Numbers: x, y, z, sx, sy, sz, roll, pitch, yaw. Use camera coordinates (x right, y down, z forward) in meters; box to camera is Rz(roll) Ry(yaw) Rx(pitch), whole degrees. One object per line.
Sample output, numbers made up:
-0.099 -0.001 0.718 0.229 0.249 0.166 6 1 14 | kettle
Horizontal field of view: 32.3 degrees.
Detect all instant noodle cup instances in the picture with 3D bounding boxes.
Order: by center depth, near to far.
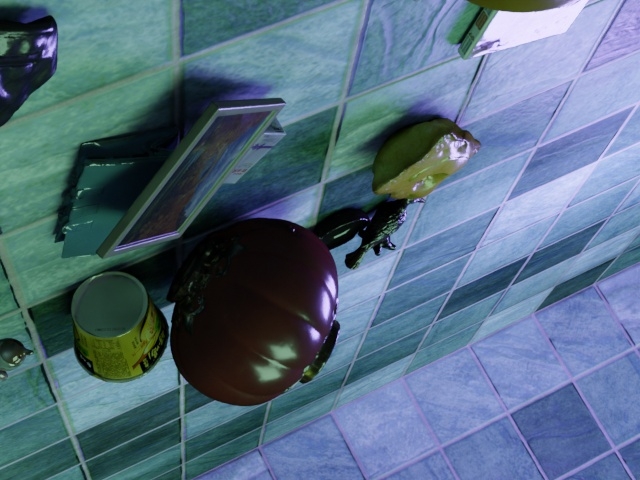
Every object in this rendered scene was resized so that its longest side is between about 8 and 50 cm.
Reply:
-0.311 0.123 1.671 0.151 0.151 0.122 -25 149 -13 | instant noodle cup

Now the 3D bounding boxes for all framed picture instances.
-0.157 -0.079 1.369 0.250 0.016 0.184 -48 168 22 | framed picture

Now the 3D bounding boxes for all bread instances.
0.165 -0.133 1.766 0.160 0.088 0.233 -30 165 18 | bread

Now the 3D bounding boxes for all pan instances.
-0.002 -0.002 1.923 0.212 0.040 0.115 -23 162 -40 | pan

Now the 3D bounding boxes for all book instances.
0.317 -0.352 1.500 0.202 0.027 0.264 -18 159 -28 | book

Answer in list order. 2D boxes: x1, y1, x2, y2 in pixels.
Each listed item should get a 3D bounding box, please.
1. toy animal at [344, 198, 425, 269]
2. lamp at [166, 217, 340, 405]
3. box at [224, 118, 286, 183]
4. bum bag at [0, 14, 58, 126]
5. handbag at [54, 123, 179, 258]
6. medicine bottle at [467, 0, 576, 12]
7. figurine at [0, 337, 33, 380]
0.122 -0.032 1.991 0.202 0.070 0.105 -50 168 33 | toy animal
-0.101 0.109 1.713 0.303 0.257 0.303 -51 -165 20 | lamp
-0.104 -0.122 1.477 0.117 0.036 0.050 -39 159 31 | box
-0.367 -0.144 0.985 0.310 0.074 0.137 -9 143 -46 | bum bag
-0.256 -0.056 1.407 0.144 0.057 0.221 -13 156 -30 | handbag
0.178 -0.356 0.967 0.238 0.238 0.232 -30 160 2 | medicine bottle
-0.474 0.124 1.455 0.205 0.103 0.260 -3 155 0 | figurine
